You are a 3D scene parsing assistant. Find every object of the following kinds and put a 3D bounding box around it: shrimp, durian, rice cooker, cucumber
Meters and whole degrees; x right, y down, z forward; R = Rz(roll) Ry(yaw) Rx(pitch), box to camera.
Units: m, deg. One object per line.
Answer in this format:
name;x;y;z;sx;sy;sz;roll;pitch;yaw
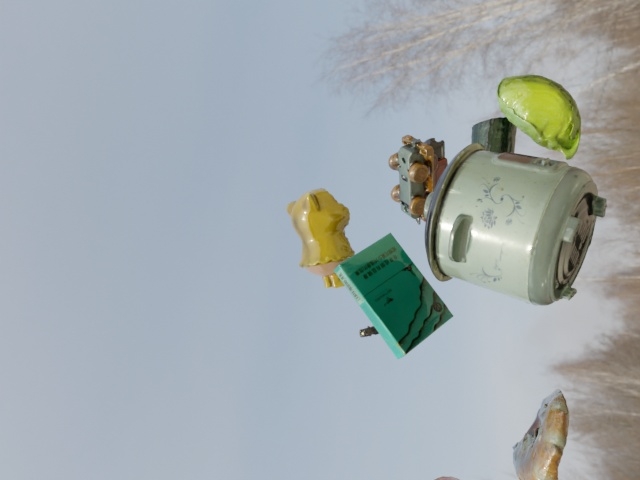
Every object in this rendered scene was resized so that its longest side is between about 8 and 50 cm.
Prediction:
shrimp;0.372;0.333;0.956;0.164;0.062;0.317;-66;-19;-13
durian;0.542;-0.316;1.380;0.139;0.250;0.101;-55;-6;19
rice cooker;0.328;-0.032;1.021;0.316;0.316;0.265;-35;-49;-52
cucumber;0.440;-0.195;1.454;0.063;0.115;0.244;5;-92;-73

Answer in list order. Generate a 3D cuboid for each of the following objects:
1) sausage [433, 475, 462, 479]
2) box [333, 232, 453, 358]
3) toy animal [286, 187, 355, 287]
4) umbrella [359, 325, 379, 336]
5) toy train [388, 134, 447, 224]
sausage;0.472;0.925;1.842;0.287;0.232;0.233;160;111;-78
box;0.155;0.112;1.191;0.160;0.042;0.226;-31;-101;-30
toy animal;0.002;-0.001;1.298;0.156;0.156;0.230;-23;-86;-55
umbrella;0.195;0.330;2.078;0.143;0.040;0.037;-2;-134;-50
toy train;0.400;-0.230;2.177;0.231;0.163;0.369;-23;-53;-20
